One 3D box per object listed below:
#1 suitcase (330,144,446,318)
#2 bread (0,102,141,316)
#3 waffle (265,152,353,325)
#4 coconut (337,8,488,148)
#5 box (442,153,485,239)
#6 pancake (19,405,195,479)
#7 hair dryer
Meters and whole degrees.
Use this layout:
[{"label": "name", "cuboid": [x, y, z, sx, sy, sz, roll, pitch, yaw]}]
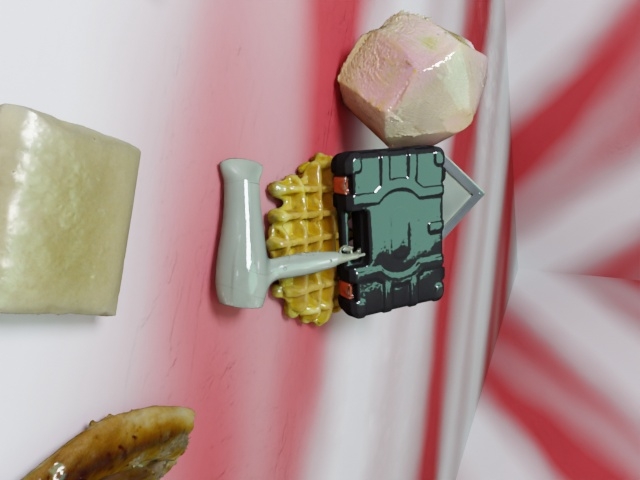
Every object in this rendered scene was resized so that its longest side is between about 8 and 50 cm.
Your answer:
[{"label": "suitcase", "cuboid": [0.124, -0.017, 0.814, 0.206, 0.066, 0.286, -9, 104, -23]}, {"label": "bread", "cuboid": [-0.243, -0.020, 0.434, 0.139, 0.060, 0.178, 19, 78, -58]}, {"label": "waffle", "cuboid": [0.001, 0.001, 0.823, 0.283, 0.065, 0.309, -63, 143, -30]}, {"label": "coconut", "cuboid": [0.178, -0.282, 0.847, 0.233, 0.245, 0.233, -27, 142, -23]}, {"label": "box", "cuboid": [0.190, -0.055, 0.918, 0.225, 0.129, 0.086, -49, -170, 6]}, {"label": "pancake", "cuboid": [-0.241, 0.307, 0.484, 0.266, 0.057, 0.245, 16, 81, -58]}, {"label": "hair dryer", "cuboid": [-0.036, -0.005, 0.683, 0.237, 0.075, 0.206, 3, 86, -28]}]
